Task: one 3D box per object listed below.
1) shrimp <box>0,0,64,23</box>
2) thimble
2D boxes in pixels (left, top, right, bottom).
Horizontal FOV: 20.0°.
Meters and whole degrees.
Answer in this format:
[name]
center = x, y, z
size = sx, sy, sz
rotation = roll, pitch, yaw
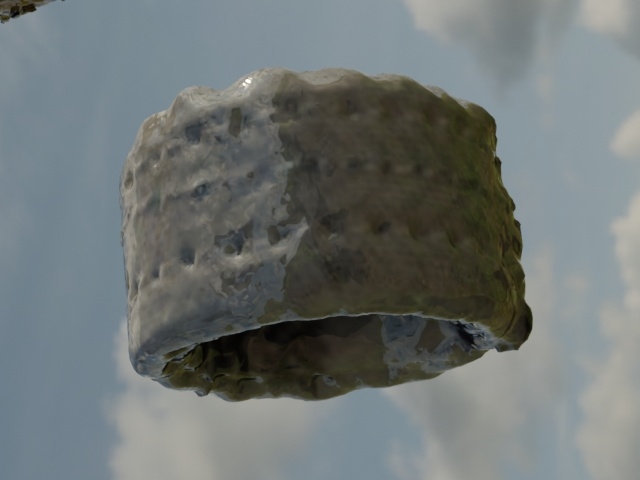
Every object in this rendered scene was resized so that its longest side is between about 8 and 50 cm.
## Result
[shrimp]
center = -0.237, -0.153, 1.181
size = 0.091, 0.184, 0.043
rotation = 14, 122, 68
[thimble]
center = 0.000, 0.000, 1.108
size = 0.217, 0.245, 0.157
rotation = 136, 131, -62
